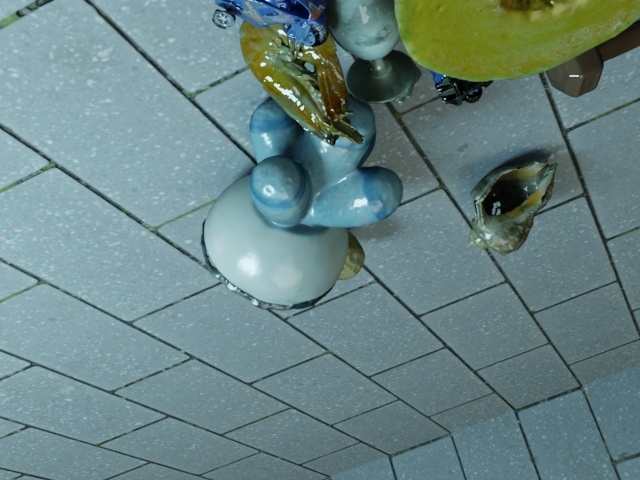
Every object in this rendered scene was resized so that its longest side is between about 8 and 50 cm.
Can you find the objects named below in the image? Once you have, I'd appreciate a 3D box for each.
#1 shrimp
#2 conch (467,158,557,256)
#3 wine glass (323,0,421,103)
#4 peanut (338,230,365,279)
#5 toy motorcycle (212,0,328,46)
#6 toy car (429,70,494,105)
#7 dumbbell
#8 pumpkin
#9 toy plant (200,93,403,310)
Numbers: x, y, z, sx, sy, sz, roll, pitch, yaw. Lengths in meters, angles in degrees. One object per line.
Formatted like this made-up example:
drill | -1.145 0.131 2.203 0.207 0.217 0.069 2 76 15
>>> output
shrimp | -0.015 -0.203 1.125 0.115 0.217 0.051 -31 -168 39
conch | 0.329 -0.064 1.574 0.207 0.130 0.155 -42 157 16
wine glass | 0.057 -0.268 1.108 0.103 0.103 0.222 -18 146 5
peanut | 0.000 0.000 1.563 0.090 0.098 0.214 -33 143 15
toy motorcycle | -0.068 -0.285 1.011 0.205 0.076 0.114 27 152 -19
toy car | 0.244 -0.270 1.239 0.216 0.063 0.103 -36 153 5
dumbbell | 0.417 -0.275 1.248 0.231 0.082 0.092 -24 151 -11
pumpkin | 0.208 -0.349 0.973 0.332 0.199 0.332 -14 145 -10
toy plant | -0.018 -0.079 1.300 0.247 0.247 0.332 0 144 -26
